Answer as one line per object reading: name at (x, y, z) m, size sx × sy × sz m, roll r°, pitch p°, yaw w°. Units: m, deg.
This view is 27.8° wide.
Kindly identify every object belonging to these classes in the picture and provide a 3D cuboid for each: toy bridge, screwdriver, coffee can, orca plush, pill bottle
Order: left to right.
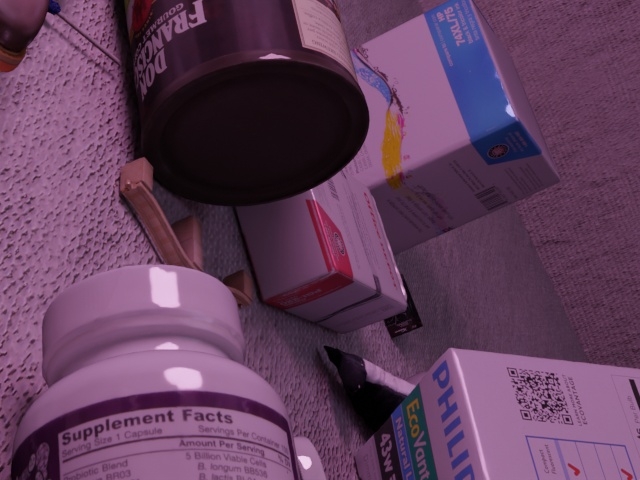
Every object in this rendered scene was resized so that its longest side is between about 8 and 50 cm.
screwdriver at (-0.210, -0.187, 1.080) m, size 0.170 × 0.025 × 0.024 m, roll 32°, pitch 37°, yaw -54°
pill bottle at (-0.089, 0.171, 0.737) m, size 0.169 × 0.169 × 0.301 m, roll 45°, pitch 27°, yaw -51°
toy bridge at (-0.116, 0.007, 1.121) m, size 0.188 × 0.026 × 0.063 m, roll 51°, pitch 24°, yaw -42°
coffee can at (-0.080, -0.199, 1.200) m, size 0.201 × 0.201 × 0.275 m, roll 44°, pitch 27°, yaw -52°
orca plush at (0.107, 0.217, 1.408) m, size 0.287 × 0.151 × 0.102 m, roll 36°, pitch 71°, yaw -47°

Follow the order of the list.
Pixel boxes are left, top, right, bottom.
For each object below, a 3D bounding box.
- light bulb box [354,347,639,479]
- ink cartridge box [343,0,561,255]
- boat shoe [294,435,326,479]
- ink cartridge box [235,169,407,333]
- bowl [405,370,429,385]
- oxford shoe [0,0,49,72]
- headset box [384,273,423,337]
light bulb box at (0.260, 0.319, 1.240) m, size 0.361 × 0.225 × 0.358 m, roll 9°, pitch 50°, yaw -24°
ink cartridge box at (0.122, -0.132, 1.618) m, size 0.198 × 0.270 × 0.197 m, roll 39°, pitch 31°, yaw -58°
boat shoe at (-0.030, 0.287, 0.910) m, size 0.114 × 0.091 × 0.302 m, roll 119°, pitch -37°, yaw -52°
ink cartridge box at (0.000, 0.000, 1.375) m, size 0.218 × 0.092 × 0.158 m, roll 27°, pitch 43°, yaw -63°
bowl at (0.159, 0.228, 1.579) m, size 0.142 × 0.053 × 0.142 m, roll 51°, pitch 20°, yaw -8°
oxford shoe at (-0.225, -0.272, 0.943) m, size 0.130 × 0.132 × 0.364 m, roll 38°, pitch 30°, yaw -42°
headset box at (0.098, 0.081, 1.675) m, size 0.083 × 0.032 × 0.062 m, roll 70°, pitch 17°, yaw 5°
